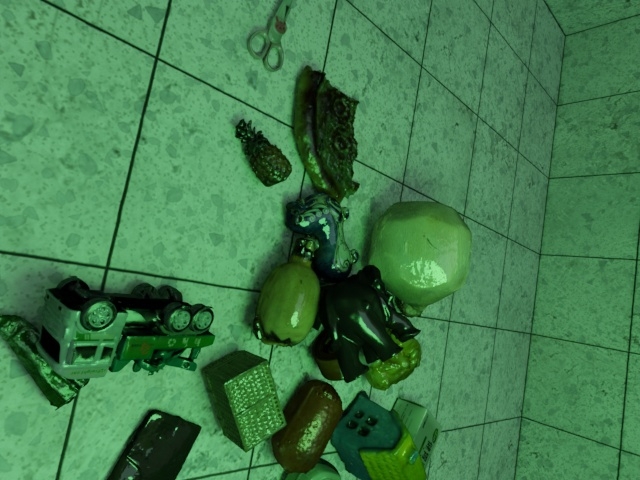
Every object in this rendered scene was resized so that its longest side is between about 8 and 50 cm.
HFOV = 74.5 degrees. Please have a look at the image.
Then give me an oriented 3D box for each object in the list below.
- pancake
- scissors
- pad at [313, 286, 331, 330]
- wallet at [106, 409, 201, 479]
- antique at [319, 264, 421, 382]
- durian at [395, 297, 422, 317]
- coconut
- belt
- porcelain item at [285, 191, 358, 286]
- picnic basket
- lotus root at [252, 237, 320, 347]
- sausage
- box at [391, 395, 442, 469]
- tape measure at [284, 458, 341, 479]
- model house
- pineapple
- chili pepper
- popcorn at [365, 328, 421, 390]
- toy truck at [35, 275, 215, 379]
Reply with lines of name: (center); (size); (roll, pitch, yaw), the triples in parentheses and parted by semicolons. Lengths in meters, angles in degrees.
pancake: (0.038, -0.322, 1.343); (0.304, 0.066, 0.427); (-3, 92, -45)
scissors: (-0.126, -0.608, 1.200); (0.118, 0.030, 0.242); (28, 77, -40)
pad: (-0.008, 0.170, 1.365); (0.143, 0.003, 0.212); (39, 66, -37)
wallet: (-0.412, 0.562, 0.981); (0.165, 0.042, 0.310); (44, 63, -37)
antique: (0.127, 0.213, 1.193); (0.322, 0.185, 0.255); (-13, 67, -54)
durian: (0.354, 0.238, 1.649); (0.148, 0.091, 0.189); (-45, 125, -18)
coconut: (0.336, 0.058, 1.457); (0.346, 0.346, 0.361); (18, 78, -42)
belt: (0.097, 0.326, 1.347); (0.261, 0.184, 0.105); (-40, 119, -35)
porcelain item: (0.000, 0.000, 1.276); (0.186, 0.138, 0.288); (-14, 99, -35)
picnic basket: (-0.203, 0.405, 1.092); (0.134, 0.154, 0.197); (-23, 103, -35)
lotus root: (-0.081, 0.144, 1.175); (0.182, 0.182, 0.310); (25, 74, -41)
sausage: (-0.039, 0.549, 1.251); (0.141, 0.153, 0.268); (40, 64, -13)
box: (0.320, 0.791, 1.606); (0.333, 0.145, 0.173); (-55, 128, -27)
tape measure: (-0.022, 0.781, 1.311); (0.235, 0.115, 0.207); (41, 70, -40)
model house: (0.207, 0.693, 1.401); (0.215, 0.303, 0.237); (-37, 117, -28)
pineapple: (-0.163, -0.241, 1.147); (0.108, 0.108, 0.198); (-46, 108, -31)
chili pepper: (-0.558, 0.223, 0.818); (0.088, 0.059, 0.227); (-50, 122, -36)
popcorn: (0.234, 0.401, 1.487); (0.233, 0.192, 0.266); (-50, 133, 7)
toy truck: (-0.381, 0.189, 0.885); (0.363, 0.176, 0.178); (22, 86, -52)
